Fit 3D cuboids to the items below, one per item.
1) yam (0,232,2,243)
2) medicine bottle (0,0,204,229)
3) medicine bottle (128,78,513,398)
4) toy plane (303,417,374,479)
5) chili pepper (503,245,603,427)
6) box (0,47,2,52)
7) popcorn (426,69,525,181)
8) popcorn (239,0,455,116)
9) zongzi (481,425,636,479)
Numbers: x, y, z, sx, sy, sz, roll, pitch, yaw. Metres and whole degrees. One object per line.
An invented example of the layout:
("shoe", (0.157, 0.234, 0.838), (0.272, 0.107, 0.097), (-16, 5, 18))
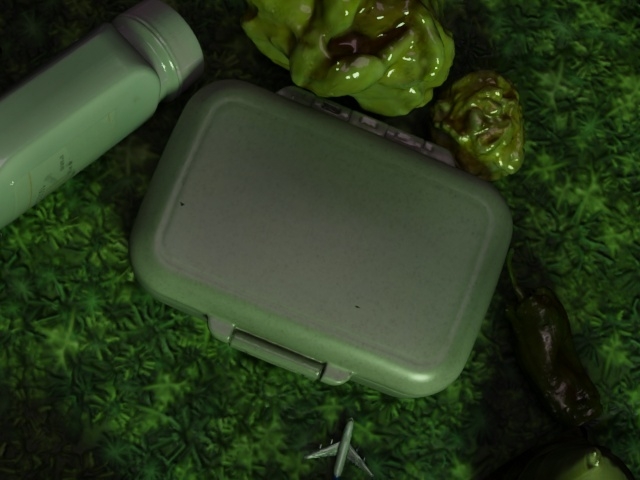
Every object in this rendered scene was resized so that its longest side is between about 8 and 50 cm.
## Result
("yam", (-0.366, 0.046, 1.544), (0.054, 0.054, 0.132), (10, 77, -5))
("medicine bottle", (-0.259, -0.132, 1.527), (0.296, 0.161, 0.111), (-39, 84, -27))
("medicine bottle", (0.000, 0.000, 1.565), (0.375, 0.123, 0.282), (23, 76, -3))
("toy plane", (0.022, 0.229, 1.575), (0.078, 0.024, 0.084), (15, 71, -4))
("chili pepper", (0.242, 0.103, 1.608), (0.072, 0.073, 0.204), (-20, 86, -46))
("box", (-0.445, -0.186, 1.480), (0.188, 0.252, 0.153), (21, 82, -2))
("popcorn", (0.169, -0.124, 1.621), (0.106, 0.116, 0.121), (0, 121, 0))
("popcorn", (0.031, -0.243, 1.568), (0.195, 0.255, 0.256), (-46, 119, 5))
("zongzi", (0.277, 0.334, 1.438), (0.154, 0.317, 0.289), (-25, 83, -4))
